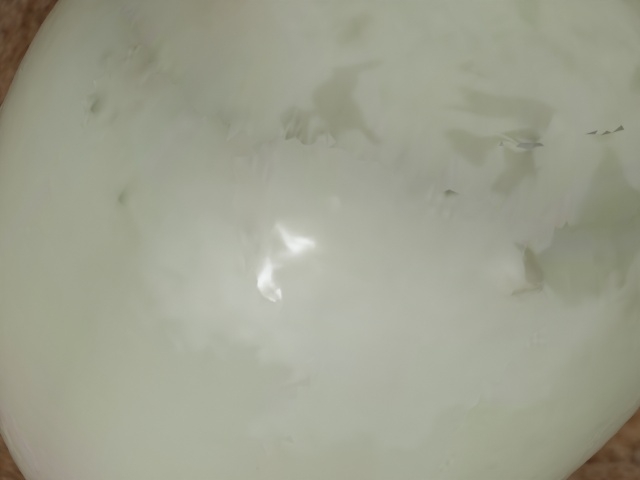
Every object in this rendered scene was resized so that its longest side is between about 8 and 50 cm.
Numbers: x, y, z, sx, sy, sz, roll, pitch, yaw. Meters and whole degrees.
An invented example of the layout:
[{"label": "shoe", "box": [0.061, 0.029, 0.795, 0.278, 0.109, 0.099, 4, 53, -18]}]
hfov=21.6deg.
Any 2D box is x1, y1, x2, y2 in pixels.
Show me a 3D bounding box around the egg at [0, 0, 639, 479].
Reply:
[{"label": "egg", "box": [0.000, 0.000, 0.689, 0.283, 0.283, 0.345, 31, 115, -12]}]
